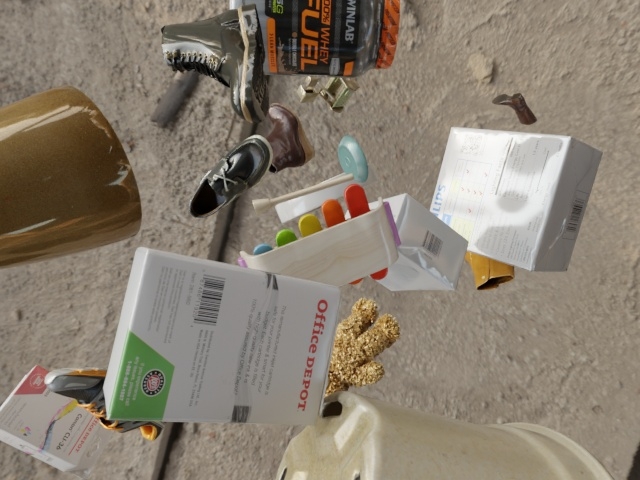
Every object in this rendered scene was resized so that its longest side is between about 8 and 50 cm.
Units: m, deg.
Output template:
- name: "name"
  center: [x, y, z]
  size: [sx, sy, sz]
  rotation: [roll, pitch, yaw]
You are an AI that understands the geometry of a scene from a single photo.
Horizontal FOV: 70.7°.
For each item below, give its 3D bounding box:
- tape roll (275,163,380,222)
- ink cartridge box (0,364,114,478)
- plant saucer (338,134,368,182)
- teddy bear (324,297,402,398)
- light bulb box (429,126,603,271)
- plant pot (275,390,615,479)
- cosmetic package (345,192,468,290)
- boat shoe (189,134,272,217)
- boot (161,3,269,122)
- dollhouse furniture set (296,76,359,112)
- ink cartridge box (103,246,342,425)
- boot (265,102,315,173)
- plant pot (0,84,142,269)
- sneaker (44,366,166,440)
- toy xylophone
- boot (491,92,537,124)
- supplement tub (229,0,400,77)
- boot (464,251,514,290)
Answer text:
- name: "tape roll"
  center: [0.024, -0.164, 1.614]
  size: [0.391, 0.392, 0.072]
  rotation: [-23, 92, 9]
- name: "ink cartridge box"
  center: [-0.469, 0.331, 0.816]
  size: [0.198, 0.115, 0.067]
  rotation: [41, 129, -20]
- name: "plant saucer"
  center: [0.072, -0.189, 1.073]
  size: [0.021, 0.119, 0.119]
  rotation: [-26, 86, -17]
- name: "teddy bear"
  center: [0.075, 0.317, 1.268]
  size: [0.338, 0.113, 0.245]
  rotation: [-35, 64, 3]
- name: "light bulb box"
  center: [0.547, -0.127, 1.324]
  size: [0.361, 0.225, 0.358]
  rotation: [23, 104, 49]
- name: "plant pot"
  center: [0.117, 0.332, 0.517]
  size: [0.305, 0.334, 0.334]
  rotation: [28, 96, -17]
- name: "cosmetic package"
  center: [0.189, 0.015, 1.096]
  size: [0.224, 0.224, 0.138]
  rotation: [33, 67, -26]
- name: "boat shoe"
  center: [-0.181, -0.120, 0.900]
  size: [0.233, 0.079, 0.084]
  rotation: [-34, 103, 34]
- name: "boot"
  center: [-0.140, -0.216, 0.576]
  size: [0.136, 0.077, 0.198]
  rotation: [-9, 53, 2]
- name: "dollhouse furniture set"
  center: [0.040, -0.502, 1.436]
  size: [0.101, 0.160, 0.182]
  rotation: [61, 143, 15]
- name: "ink cartridge box"
  center: [-0.101, 0.107, 0.496]
  size: [0.219, 0.092, 0.160]
  rotation: [15, 84, -27]
- name: "boot"
  center: [-0.145, -0.340, 1.475]
  size: [0.248, 0.206, 0.090]
  rotation: [54, 135, 8]
- name: "plant pot"
  center: [-0.419, -0.061, 0.597]
  size: [0.237, 0.254, 0.237]
  rotation: [24, 129, 33]
- name: "sneaker"
  center: [-0.304, 0.241, 0.673]
  size: [0.084, 0.215, 0.083]
  rotation: [-8, 58, 38]
- name: "toy xylophone"
  center: [0.000, 0.000, 0.854]
  size: [0.322, 0.081, 0.236]
  rotation: [-14, 109, -6]
- name: "boot"
  center: [0.582, -0.388, 1.353]
  size: [0.114, 0.106, 0.037]
  rotation: [38, 83, -31]
- name: "supplement tub"
  center: [-0.013, -0.458, 0.964]
  size: [0.337, 0.207, 0.207]
  rotation: [1, 91, -3]
- name: "boot"
  center: [0.566, 0.086, 1.633]
  size: [0.104, 0.295, 0.211]
  rotation: [31, 57, -24]
